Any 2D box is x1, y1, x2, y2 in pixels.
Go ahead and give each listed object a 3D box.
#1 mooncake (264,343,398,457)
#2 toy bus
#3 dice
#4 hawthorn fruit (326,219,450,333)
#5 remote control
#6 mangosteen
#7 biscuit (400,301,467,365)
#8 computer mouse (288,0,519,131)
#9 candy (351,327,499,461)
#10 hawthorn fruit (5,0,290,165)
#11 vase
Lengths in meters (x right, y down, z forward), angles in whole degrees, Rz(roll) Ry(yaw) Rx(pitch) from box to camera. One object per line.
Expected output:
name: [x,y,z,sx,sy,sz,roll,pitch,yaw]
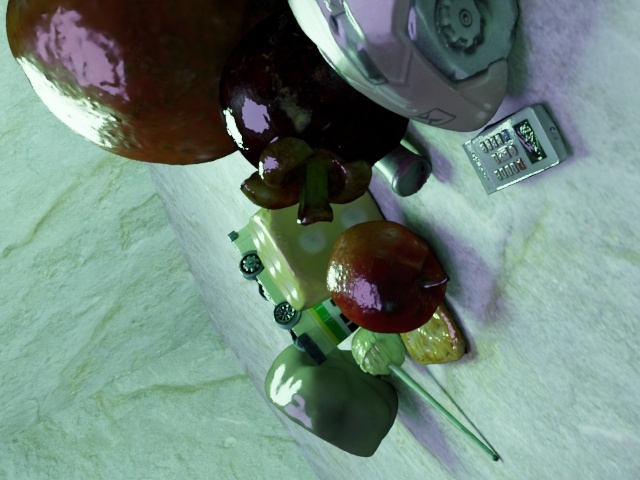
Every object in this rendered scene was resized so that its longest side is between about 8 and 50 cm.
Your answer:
mooncake: [0.025,0.287,1.908,0.275,0.135,0.275,29,-169,-6]
toy bus: [-0.037,0.069,1.837,0.276,0.164,0.134,54,178,31]
dice: [0.000,0.000,1.557,0.169,0.169,0.166,60,166,6]
hawthorn fruit: [0.102,0.051,1.369,0.194,0.157,0.157,4,123,52]
remote control: [0.191,-0.091,1.003,0.065,0.029,0.166,63,161,0]
mangosteen: [-0.006,-0.138,1.152,0.228,0.228,0.265,95,178,-65]
biscuit: [0.160,0.135,1.537,0.118,0.029,0.247,62,166,3]
computer mouse: [0.036,-0.249,0.904,0.199,0.115,0.389,-13,118,51]
candy: [0.171,0.251,1.657,0.335,0.092,0.093,42,145,35]
hawthorn fruit: [-0.238,-0.296,1.346,0.403,0.402,0.403,56,165,24]
vase: [0.055,-0.138,1.301,0.214,0.086,0.086,46,160,35]
